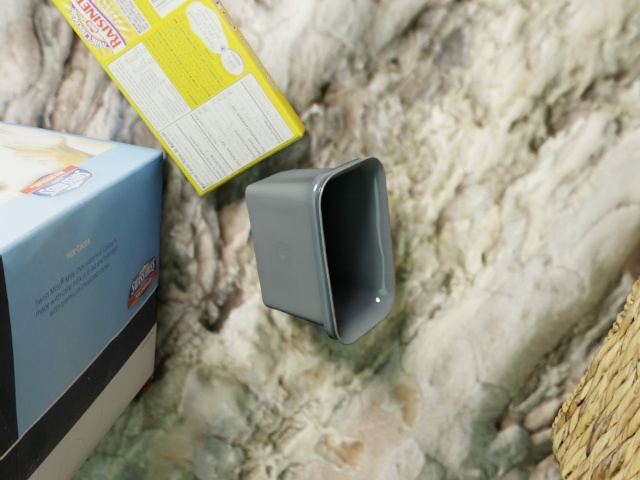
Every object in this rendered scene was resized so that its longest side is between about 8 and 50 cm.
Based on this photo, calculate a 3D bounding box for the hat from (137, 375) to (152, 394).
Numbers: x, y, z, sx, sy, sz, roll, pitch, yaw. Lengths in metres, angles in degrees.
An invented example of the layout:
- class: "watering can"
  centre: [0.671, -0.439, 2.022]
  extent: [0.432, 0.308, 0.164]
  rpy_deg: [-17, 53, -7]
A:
- class: "hat"
  centre: [-0.303, 0.195, 0.753]
  extent: [0.208, 0.183, 0.173]
  rpy_deg: [22, 113, 47]

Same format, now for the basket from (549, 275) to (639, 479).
- class: "basket"
  centre: [0.319, 0.129, 0.503]
  extent: [0.213, 0.223, 0.299]
  rpy_deg: [22, 112, 2]

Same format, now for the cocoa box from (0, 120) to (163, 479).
- class: "cocoa box"
  centre: [-0.280, 0.061, 0.520]
  extent: [0.231, 0.347, 0.228]
  rpy_deg: [10, 112, 7]

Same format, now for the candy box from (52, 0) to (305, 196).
- class: "candy box"
  centre: [-0.110, -0.141, 0.570]
  extent: [0.105, 0.027, 0.206]
  rpy_deg: [-26, 112, 22]

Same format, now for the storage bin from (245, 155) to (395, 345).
- class: "storage bin"
  centre: [0.000, 0.000, 0.591]
  extent: [0.091, 0.098, 0.135]
  rpy_deg: [9, 116, 37]
